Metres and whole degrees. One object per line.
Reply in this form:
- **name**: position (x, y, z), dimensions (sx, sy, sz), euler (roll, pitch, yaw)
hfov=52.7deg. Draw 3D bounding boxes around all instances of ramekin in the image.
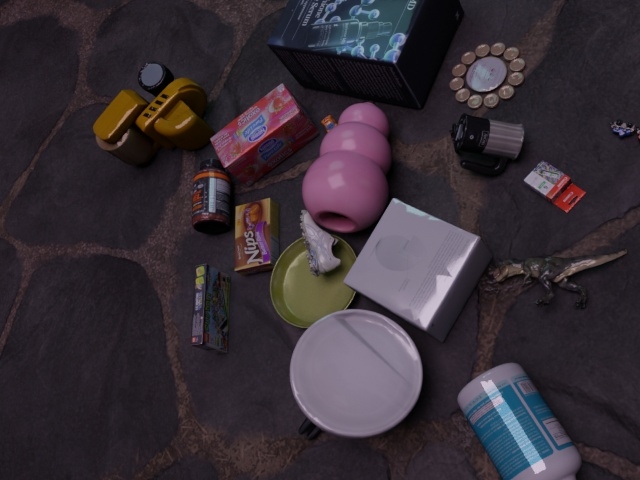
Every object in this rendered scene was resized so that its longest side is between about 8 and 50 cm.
- **ramekin**: position (0.072, 0.290, 1.355), dimensions (0.272, 0.127, 0.273), euler (1, 60, -1)

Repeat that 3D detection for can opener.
- **can opener**: position (0.021, 0.371, 1.449), dimensions (0.059, 0.073, 0.186), euler (33, 91, -5)

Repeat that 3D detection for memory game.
- **memory game**: position (0.406, -0.402, 1.576), dimensions (0.186, 0.012, 0.186), euler (-10, 66, 24)

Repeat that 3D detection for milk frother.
- **milk frother**: position (0.373, -0.234, 1.482), dimensions (0.134, 0.129, 0.143), euler (10, 39, -5)

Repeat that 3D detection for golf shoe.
- **golf shoe**: position (0.000, 0.000, 1.565), dimensions (0.086, 0.069, 0.176), euler (-15, 65, 0)

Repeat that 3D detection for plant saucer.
- **plant saucer**: position (-0.010, 0.100, 1.577), dimensions (0.240, 0.037, 0.241), euler (-11, 65, 24)

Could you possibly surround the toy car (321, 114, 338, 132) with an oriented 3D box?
- **toy car**: position (0.056, -0.325, 1.711), dimensions (0.122, 0.040, 0.060), euler (-21, 62, 19)

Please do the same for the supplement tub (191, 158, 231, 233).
- **supplement tub**: position (-0.299, -0.124, 1.779), dimensions (0.106, 0.106, 0.198), euler (-13, 64, 23)

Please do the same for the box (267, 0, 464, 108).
- **box**: position (0.115, -0.546, 1.668), dimensions (0.395, 0.212, 0.294), euler (18, 79, 31)

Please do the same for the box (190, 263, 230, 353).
- **box**: position (-0.277, 0.175, 1.640), dimensions (0.036, 0.114, 0.207), euler (-11, 66, 23)

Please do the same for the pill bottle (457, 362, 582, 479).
- **pill bottle**: position (0.379, 0.372, 1.199), dimensions (0.146, 0.146, 0.264), euler (-35, 58, 11)

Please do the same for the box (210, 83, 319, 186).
- **box**: position (-0.150, -0.282, 1.750), dimensions (0.256, 0.128, 0.123), euler (-35, 58, 11)

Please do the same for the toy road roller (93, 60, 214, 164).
- **toy road roller**: position (-0.469, -0.337, 1.902), dimensions (0.329, 0.202, 0.240), euler (-47, 67, 2)

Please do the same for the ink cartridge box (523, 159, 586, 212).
- **ink cartridge box**: position (0.507, -0.118, 1.399), dimensions (0.063, 0.029, 0.115), euler (-48, 56, 3)

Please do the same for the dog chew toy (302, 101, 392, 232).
- **dog chew toy**: position (0.079, -0.189, 1.558), dimensions (0.206, 0.206, 0.332), euler (3, 64, 28)

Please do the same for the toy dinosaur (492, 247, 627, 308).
- **toy dinosaur**: position (0.485, 0.077, 1.316), dimensions (0.268, 0.064, 0.118), euler (-7, 60, 22)

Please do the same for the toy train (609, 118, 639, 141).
- **toy train**: position (0.684, -0.220, 1.351), dimensions (0.158, 0.027, 0.036), euler (23, 93, 32)

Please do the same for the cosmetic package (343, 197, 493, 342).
- **cosmetic package**: position (0.215, 0.064, 1.413), dimensions (0.224, 0.138, 0.224), euler (29, 85, 34)

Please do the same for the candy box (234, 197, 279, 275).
- **candy box**: position (-0.167, -0.008, 1.694), dimensions (0.109, 0.053, 0.187), euler (-12, 64, 23)
